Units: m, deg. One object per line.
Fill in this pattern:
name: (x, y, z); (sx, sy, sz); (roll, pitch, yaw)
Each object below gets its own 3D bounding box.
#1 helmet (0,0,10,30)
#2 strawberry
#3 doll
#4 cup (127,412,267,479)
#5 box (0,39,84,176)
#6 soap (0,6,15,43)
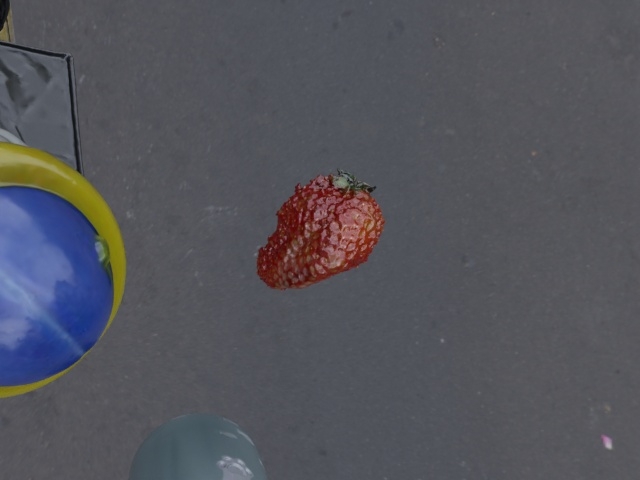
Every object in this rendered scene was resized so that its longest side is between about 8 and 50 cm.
helmet: (-0.482, -0.306, 0.691); (0.279, 0.231, 0.160); (8, 58, -53)
strawberry: (0.006, 0.003, 1.079); (0.175, 0.106, 0.235); (22, 104, -13)
doll: (-0.248, -0.031, 0.429); (0.160, 0.242, 0.311); (-38, 135, -11)
cup: (-0.190, 0.503, 1.182); (0.259, 0.274, 0.356); (-32, 114, -1)
box: (-0.505, -0.106, 0.954); (0.251, 0.204, 0.345); (4, 68, -41)
soap: (-0.800, -0.559, 1.349); (0.294, 0.335, 0.156); (-9, 47, -22)
